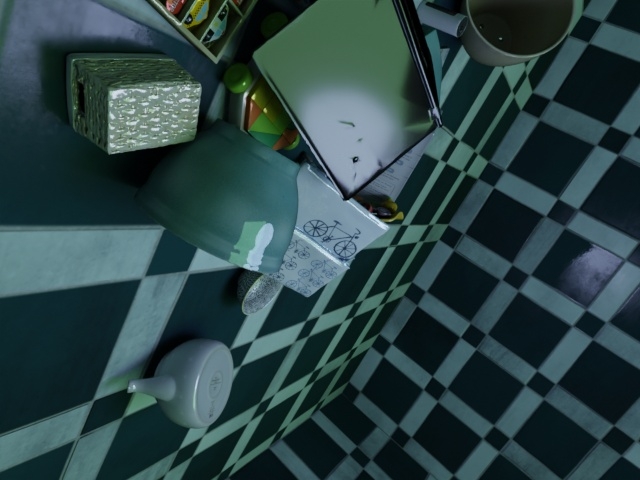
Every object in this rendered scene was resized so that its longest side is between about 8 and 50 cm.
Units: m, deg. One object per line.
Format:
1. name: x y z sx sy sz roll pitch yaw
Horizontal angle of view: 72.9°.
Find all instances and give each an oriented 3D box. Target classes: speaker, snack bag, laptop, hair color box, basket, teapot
1. speaker: 0.333 -0.610 1.192 0.055 0.136 0.055 -40 153 -26
2. snack bag: -0.034 -0.007 1.098 0.342 0.037 0.323 -38 126 26
3. laptop: 0.087 -0.376 0.899 0.382 0.236 0.408 52 33 -44
4. hair color box: 0.171 -0.233 1.227 0.114 0.185 0.375 -62 177 -36
5. basket: -0.275 -0.209 0.657 0.167 0.103 0.113 -27 146 -47
6. teapot: -0.368 0.383 1.200 0.253 0.186 0.256 -67 155 -49

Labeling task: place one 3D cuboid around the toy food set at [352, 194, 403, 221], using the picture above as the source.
1. toy food set: 0.127 -0.094 1.227 0.128 0.217 0.071 -122 -147 -79

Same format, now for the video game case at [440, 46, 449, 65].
1. video game case: 0.367 -0.579 1.446 0.166 0.015 0.119 -29 147 -44

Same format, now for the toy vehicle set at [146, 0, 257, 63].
1. toy vehicle set: -0.147 -0.437 0.669 0.267 0.035 0.166 -56 156 4

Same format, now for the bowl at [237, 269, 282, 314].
1. bowl: -0.194 0.130 1.291 0.170 0.080 0.170 -41 153 -27

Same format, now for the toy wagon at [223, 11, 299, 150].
1. toy wagon: -0.100 -0.286 0.919 0.345 0.068 0.267 -54 156 -1

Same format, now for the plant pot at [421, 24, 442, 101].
1. plant pot: 0.232 -0.458 1.190 0.165 0.165 0.234 -40 148 -27

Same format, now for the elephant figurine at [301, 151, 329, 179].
1. elephant figurine: -0.036 -0.074 1.191 0.186 0.169 0.240 -49 164 -32

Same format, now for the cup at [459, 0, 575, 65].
1. cup: 0.577 -0.693 1.373 0.331 0.331 0.237 -52 -178 -3

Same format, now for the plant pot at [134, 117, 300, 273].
1. plant pot: -0.157 -0.098 0.803 0.197 0.293 0.293 -60 156 5

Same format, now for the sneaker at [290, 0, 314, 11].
1. sneaker: 0.001 -0.464 0.855 0.161 0.075 0.057 -4 127 -60
